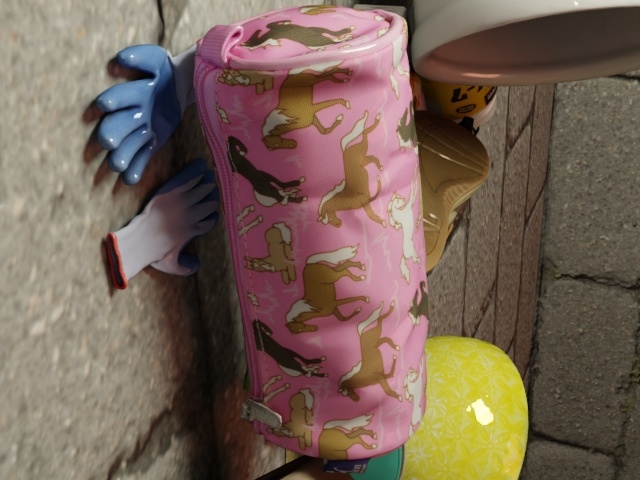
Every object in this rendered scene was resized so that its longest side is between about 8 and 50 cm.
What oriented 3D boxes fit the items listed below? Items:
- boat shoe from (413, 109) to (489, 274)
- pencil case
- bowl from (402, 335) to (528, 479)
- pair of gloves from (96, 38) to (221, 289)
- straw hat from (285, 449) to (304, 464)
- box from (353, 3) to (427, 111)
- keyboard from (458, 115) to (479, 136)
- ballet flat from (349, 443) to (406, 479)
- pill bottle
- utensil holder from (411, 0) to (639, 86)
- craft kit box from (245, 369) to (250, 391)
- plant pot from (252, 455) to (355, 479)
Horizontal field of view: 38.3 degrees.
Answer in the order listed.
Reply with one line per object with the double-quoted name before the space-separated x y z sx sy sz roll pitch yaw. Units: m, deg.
"boat shoe" 0.092 -0.032 1.011 0.123 0.123 0.342 -58 -178 37
"pencil case" 0.000 0.000 0.753 0.167 0.160 0.386 -51 142 -53
"bowl" 0.112 0.244 1.188 0.156 0.289 0.289 24 72 -25
"pair of gloves" -0.115 -0.055 0.696 0.159 0.023 0.198 -47 141 -56
"straw hat" 0.014 0.242 1.108 0.144 0.061 0.144 9 90 -69
"box" 0.093 -0.154 1.141 0.324 0.067 0.063 68 36 -56
"keyboard" 0.169 -0.112 1.206 0.100 0.038 0.192 -58 -172 34
"ballet flat" 0.053 0.192 1.035 0.086 0.086 0.248 -51 145 -53
"pill bottle" 0.181 -0.237 1.262 0.208 0.119 0.119 49 53 -64
"utensil holder" 0.249 -0.392 1.007 0.327 0.327 0.385 7 78 -69
"craft kit box" 0.007 0.034 1.016 0.250 0.061 0.246 2 94 -69
"plant pot" -0.007 0.323 0.825 0.229 0.263 0.263 63 20 7
